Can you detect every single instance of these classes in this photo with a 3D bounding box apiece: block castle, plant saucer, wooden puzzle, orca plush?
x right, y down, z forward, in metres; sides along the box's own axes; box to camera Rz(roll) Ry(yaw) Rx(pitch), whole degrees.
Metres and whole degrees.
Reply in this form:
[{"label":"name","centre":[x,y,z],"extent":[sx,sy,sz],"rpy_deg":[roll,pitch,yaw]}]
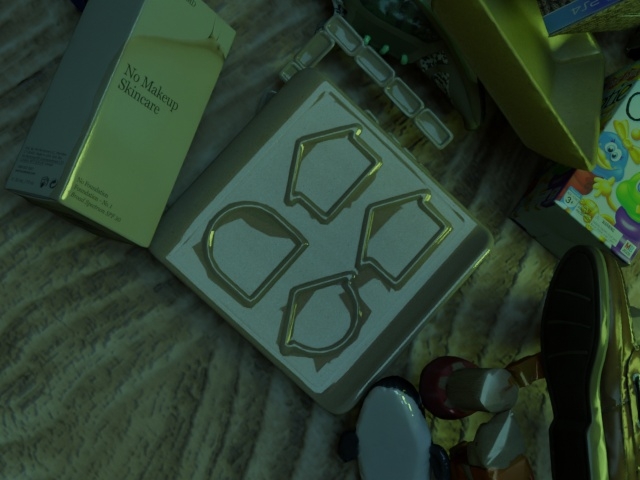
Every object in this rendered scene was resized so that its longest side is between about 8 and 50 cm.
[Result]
[{"label":"block castle","centre":[0.336,0.329,1.220],"extent":[0.303,0.213,0.453],"rpy_deg":[-20,89,-17]},{"label":"plant saucer","centre":[0.262,-0.286,1.250],"extent":[0.333,0.081,0.333],"rpy_deg":[50,37,-21]},{"label":"wooden puzzle","centre":[0.000,0.000,1.231],"extent":[0.348,0.080,0.322],"rpy_deg":[42,84,-1]},{"label":"orca plush","centre":[0.122,0.296,1.227],"extent":[0.102,0.151,0.287],"rpy_deg":[-38,110,-56]}]

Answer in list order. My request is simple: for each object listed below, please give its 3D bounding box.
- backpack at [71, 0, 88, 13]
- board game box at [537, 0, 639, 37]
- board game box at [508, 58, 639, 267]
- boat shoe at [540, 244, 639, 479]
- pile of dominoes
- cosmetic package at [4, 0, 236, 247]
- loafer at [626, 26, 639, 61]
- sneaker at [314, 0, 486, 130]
[{"label":"backpack","centre":[-0.284,-0.369,1.209],"extent":[0.120,0.098,0.101],"rpy_deg":[-40,90,-14]},{"label":"board game box","centre":[0.373,-0.437,1.242],"extent":[0.232,0.141,0.291],"rpy_deg":[-16,88,-45]},{"label":"board game box","centre":[0.420,-0.107,1.327],"extent":[0.142,0.144,0.275],"rpy_deg":[39,75,-7]},{"label":"boat shoe","centre":[0.328,0.158,1.082],"extent":[0.104,0.111,0.307],"rpy_deg":[1,92,-19]},{"label":"pile of dominoes","centre":[0.040,-0.154,1.288],"extent":[0.196,0.040,0.251],"rpy_deg":[-43,94,6]},{"label":"cosmetic package","centre":[-0.241,-0.165,1.153],"extent":[0.160,0.113,0.309],"rpy_deg":[33,74,-51]},{"label":"loafer","centre":[0.533,-0.255,1.344],"extent":[0.087,0.251,0.094],"rpy_deg":[-45,120,7]},{"label":"sneaker","centre":[0.086,-0.313,1.299],"extent":[0.182,0.158,0.410],"rpy_deg":[-32,97,18]}]
